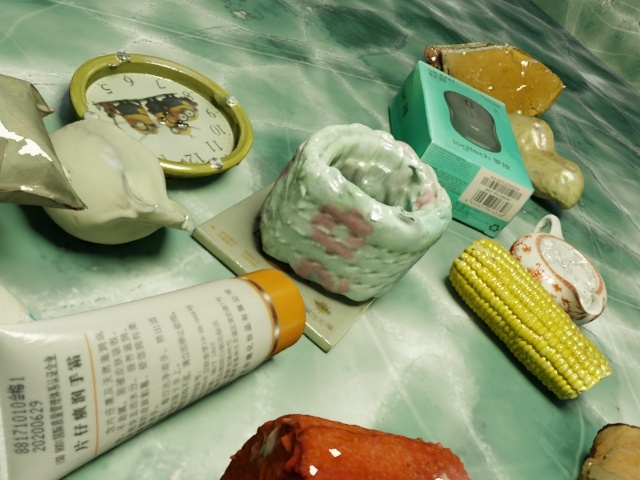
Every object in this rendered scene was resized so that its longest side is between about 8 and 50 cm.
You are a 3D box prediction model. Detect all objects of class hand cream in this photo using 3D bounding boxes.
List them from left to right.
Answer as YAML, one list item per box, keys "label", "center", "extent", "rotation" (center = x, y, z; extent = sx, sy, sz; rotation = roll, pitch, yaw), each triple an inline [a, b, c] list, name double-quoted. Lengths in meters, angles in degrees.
- label: "hand cream"
  center: [-0.138, 0.105, 0.537]
  extent: [0.089, 0.140, 0.314]
  rotation: [11, 15, 34]

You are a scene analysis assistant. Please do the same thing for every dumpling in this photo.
- label: "dumpling"
  center: [-0.216, -0.058, 0.674]
  extent: [0.181, 0.111, 0.155]
  rotation: [58, 12, 22]

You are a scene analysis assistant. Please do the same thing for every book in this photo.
- label: "book"
  center: [0.000, 0.000, 0.836]
  extent: [0.208, 0.020, 0.295]
  rotation: [40, 36, 8]

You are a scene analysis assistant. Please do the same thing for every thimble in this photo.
- label: "thimble"
  center: [0.034, -0.037, 0.761]
  extent: [0.211, 0.149, 0.185]
  rotation: [4, 48, -37]

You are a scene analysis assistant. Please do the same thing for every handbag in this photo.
- label: "handbag"
  center: [-0.324, -0.090, 0.500]
  extent: [0.270, 0.117, 0.182]
  rotation: [9, 38, -44]

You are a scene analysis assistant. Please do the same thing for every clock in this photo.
- label: "clock"
  center: [-0.203, -0.152, 0.825]
  extent: [0.237, 0.057, 0.237]
  rotation: [19, 39, -17]

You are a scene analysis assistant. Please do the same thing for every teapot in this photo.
- label: "teapot"
  center: [0.354, 0.049, 0.979]
  extent: [0.159, 0.116, 0.245]
  rotation: [11, 42, -9]

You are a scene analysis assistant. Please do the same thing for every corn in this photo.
- label: "corn"
  center: [0.275, 0.103, 0.866]
  extent: [0.093, 0.093, 0.244]
  rotation: [-16, 57, -47]

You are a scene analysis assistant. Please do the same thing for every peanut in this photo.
- label: "peanut"
  center: [0.428, -0.165, 1.290]
  extent: [0.101, 0.117, 0.263]
  rotation: [-10, 54, -19]

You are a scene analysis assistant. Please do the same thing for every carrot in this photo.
- label: "carrot"
  center: [0.305, 0.294, 0.665]
  extent: [0.102, 0.102, 0.263]
  rotation: [42, 37, 12]

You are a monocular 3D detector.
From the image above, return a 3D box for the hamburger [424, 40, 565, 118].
- label: "hamburger"
  center: [0.394, -0.363, 1.456]
  extent: [0.282, 0.245, 0.155]
  rotation: [-19, 18, -1]

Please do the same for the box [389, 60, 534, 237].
- label: "box"
  center: [0.237, -0.171, 1.140]
  extent: [0.205, 0.118, 0.311]
  rotation: [25, 36, -15]

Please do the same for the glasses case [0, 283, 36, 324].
- label: "glasses case"
  center: [-0.356, 0.022, 0.480]
  extent: [0.327, 0.076, 0.125]
  rotation: [36, 32, 4]

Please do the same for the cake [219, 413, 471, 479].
- label: "cake"
  center: [0.008, 0.250, 0.407]
  extent: [0.151, 0.177, 0.283]
  rotation: [16, 37, -23]
